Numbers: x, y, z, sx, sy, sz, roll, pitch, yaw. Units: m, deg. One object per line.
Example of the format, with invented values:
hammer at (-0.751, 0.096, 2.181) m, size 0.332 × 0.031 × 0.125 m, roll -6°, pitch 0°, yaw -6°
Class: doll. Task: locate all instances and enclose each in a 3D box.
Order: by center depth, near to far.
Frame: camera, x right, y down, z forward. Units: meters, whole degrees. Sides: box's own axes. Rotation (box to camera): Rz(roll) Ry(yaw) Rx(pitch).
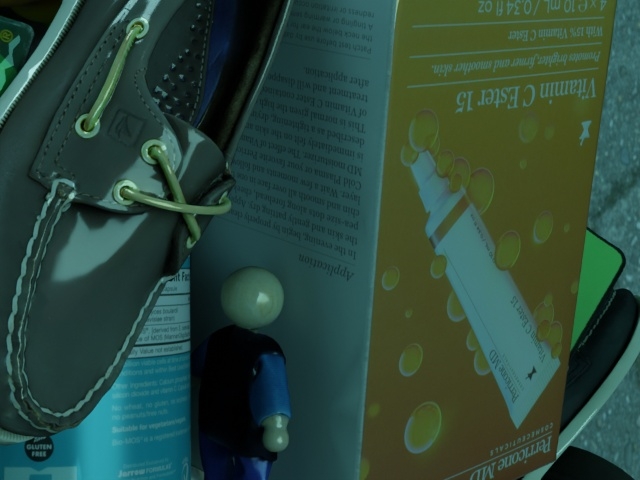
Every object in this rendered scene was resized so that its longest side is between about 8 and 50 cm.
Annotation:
doll at (-0.051, 0.106, 0.733) m, size 0.046 × 0.129 × 0.189 m, roll -5°, pitch 109°, yaw -30°

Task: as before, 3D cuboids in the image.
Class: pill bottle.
pill bottle at (-0.150, 0.060, 0.721) m, size 0.146 × 0.146 × 0.264 m, roll 0°, pitch 88°, yaw -40°

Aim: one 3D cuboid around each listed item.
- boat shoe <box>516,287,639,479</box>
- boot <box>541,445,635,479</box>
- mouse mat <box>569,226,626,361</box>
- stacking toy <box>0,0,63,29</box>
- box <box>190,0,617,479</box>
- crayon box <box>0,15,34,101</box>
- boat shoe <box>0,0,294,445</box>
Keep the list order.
boat shoe at (0.150, 0.131, 0.991) m, size 0.113 × 0.127 × 0.340 m, roll 43°, pitch 63°, yaw 3°
boot at (0.196, 0.363, 1.011) m, size 0.260 × 0.131 × 0.348 m, roll -49°, pitch 126°, yaw -23°
mouse mat at (0.142, 0.010, 0.982) m, size 0.190 × 0.007 × 0.152 m, roll 36°, pitch 59°, yaw 5°
stacking toy at (-0.132, -0.177, 0.759) m, size 0.302 × 0.175 × 0.165 m, roll 38°, pitch 72°, yaw -48°
box at (0.047, -0.010, 0.796) m, size 0.215 × 0.168 × 0.345 m, roll -13°, pitch 113°, yaw -43°
crayon box at (-0.319, -0.050, 0.571) m, size 0.319 × 0.081 × 0.202 m, roll 16°, pitch 78°, yaw -19°
boat shoe at (-0.090, -0.052, 0.610) m, size 0.116 × 0.097 × 0.324 m, roll 47°, pitch 53°, yaw -48°
